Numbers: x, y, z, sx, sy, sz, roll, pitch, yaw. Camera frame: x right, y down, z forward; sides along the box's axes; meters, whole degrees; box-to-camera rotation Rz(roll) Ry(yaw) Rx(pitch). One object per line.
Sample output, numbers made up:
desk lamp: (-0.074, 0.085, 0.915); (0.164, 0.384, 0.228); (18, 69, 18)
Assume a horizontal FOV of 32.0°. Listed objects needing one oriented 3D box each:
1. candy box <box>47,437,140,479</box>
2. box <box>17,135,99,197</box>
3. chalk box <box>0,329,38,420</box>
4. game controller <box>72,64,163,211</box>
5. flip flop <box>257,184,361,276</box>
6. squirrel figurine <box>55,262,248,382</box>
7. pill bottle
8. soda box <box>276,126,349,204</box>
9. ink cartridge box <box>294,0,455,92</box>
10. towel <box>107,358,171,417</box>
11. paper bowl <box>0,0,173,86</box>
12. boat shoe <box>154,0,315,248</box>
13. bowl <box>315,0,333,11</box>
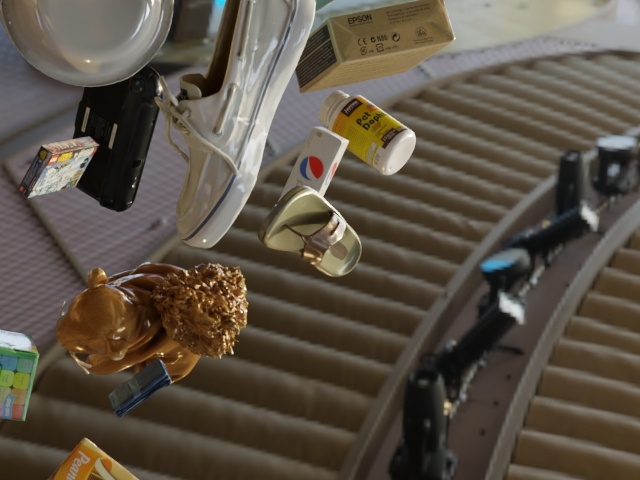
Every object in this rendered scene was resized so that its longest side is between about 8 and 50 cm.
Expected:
candy box: (-0.348, 0.444, 1.485); (0.183, 0.087, 0.316); (37, -127, 2)
box: (-0.439, -0.124, 1.872); (0.027, 0.094, 0.137); (40, -157, 11)
chalk box: (-0.599, 0.248, 2.054); (0.132, 0.132, 0.213); (13, -176, -21)
game controller: (-0.402, -0.212, 2.154); (0.166, 0.319, 0.067); (36, -147, 23)
flip flop: (0.000, 0.000, 1.734); (0.080, 0.112, 0.277); (38, 180, 34)
squirrel figurine: (-0.348, 0.147, 2.318); (0.396, 0.281, 0.370); (-15, 167, 15)
pill bottle: (0.100, -0.247, 2.499); (0.215, 0.117, 0.117); (37, -137, 23)
soda box: (-0.023, -0.113, 2.179); (0.069, 0.216, 0.074); (26, -170, 8)
ink cartridge box: (0.088, -0.345, 1.977); (0.234, 0.088, 0.193); (-16, 178, -25)
towel: (-0.326, 0.266, 2.006); (0.119, 0.029, 0.067); (-36, -147, -2)
paper bowl: (-0.382, -0.396, 1.834); (0.284, 0.284, 0.148); (-9, -163, -17)
boat shoe: (-0.143, -0.173, 1.423); (0.156, 0.367, 0.136); (16, -165, -29)
bowl: (-0.022, -0.496, 1.797); (0.311, 0.311, 0.163); (-27, -98, -40)
